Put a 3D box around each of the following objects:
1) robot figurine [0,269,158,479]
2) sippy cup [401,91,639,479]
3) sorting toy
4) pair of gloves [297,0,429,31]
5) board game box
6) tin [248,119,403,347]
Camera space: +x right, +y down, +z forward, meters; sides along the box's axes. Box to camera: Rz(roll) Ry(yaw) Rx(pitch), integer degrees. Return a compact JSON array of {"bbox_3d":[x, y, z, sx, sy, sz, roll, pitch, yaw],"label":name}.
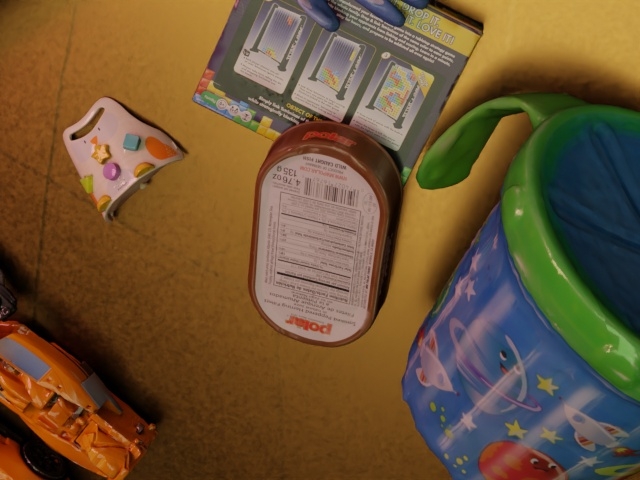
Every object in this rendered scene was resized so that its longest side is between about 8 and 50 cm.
[{"bbox_3d":[-0.288,0.123,1.084,0.291,0.085,0.211,37,108,-4],"label":"robot figurine"},{"bbox_3d":[0.176,0.065,0.914,0.240,0.305,0.224,21,135,-18],"label":"sippy cup"},{"bbox_3d":[-0.162,-0.067,1.035,0.083,0.045,0.075,-40,78,18],"label":"sorting toy"},{"bbox_3d":[0.028,-0.244,0.923,0.159,0.023,0.198,28,90,0],"label":"pair of gloves"},{"bbox_3d":[0.012,-0.129,0.978,0.170,0.048,0.141,27,107,0],"label":"board game box"},{"bbox_3d":[0.000,0.000,0.995,0.106,0.040,0.190,16,129,14],"label":"tin"}]
